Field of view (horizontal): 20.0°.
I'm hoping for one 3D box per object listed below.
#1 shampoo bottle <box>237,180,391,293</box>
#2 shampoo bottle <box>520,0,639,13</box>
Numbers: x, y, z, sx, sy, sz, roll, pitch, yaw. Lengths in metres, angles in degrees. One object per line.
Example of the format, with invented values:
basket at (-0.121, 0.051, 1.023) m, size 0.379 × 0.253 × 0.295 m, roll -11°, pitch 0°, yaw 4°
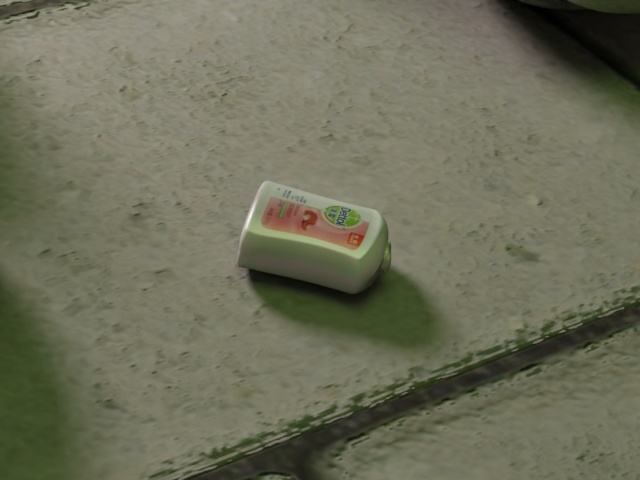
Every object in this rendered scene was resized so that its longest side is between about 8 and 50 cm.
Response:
shampoo bottle at (0.000, 0.000, 1.210) m, size 0.099 × 0.043 × 0.072 m, roll 14°, pitch 38°, yaw 5°
shampoo bottle at (0.219, -0.354, 1.496) m, size 0.322 × 0.322 × 0.317 m, roll -5°, pitch 30°, yaw -20°
